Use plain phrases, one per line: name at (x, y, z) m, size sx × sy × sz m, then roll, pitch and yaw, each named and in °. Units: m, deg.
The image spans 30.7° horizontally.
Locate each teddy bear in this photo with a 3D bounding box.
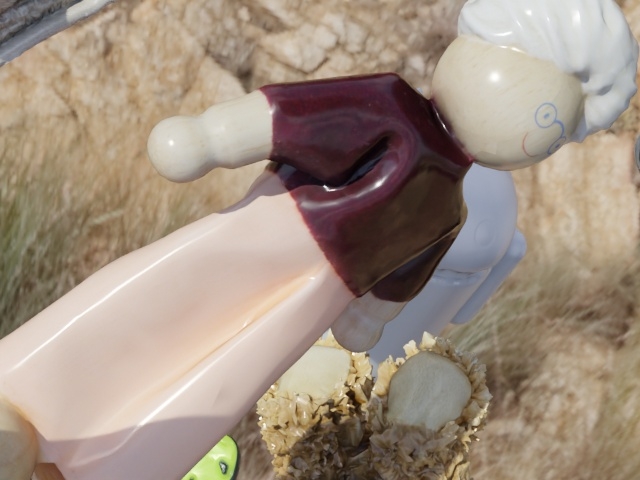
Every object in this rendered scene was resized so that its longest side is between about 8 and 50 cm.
teddy bear at (0.035, 0.224, 0.780) m, size 0.113 × 0.245 × 0.338 m, roll 10°, pitch 66°, yaw -65°

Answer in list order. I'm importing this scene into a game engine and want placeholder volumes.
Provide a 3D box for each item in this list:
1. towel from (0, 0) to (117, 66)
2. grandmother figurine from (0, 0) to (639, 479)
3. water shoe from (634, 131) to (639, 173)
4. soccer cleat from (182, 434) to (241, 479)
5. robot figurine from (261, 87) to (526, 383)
towel at (-0.138, -0.184, 0.627) m, size 0.282 × 0.049 × 0.187 m, roll -37°, pitch 44°, yaw -21°
grandmother figurine at (0.000, 0.000, 0.541) m, size 0.342 × 0.208 × 0.104 m, roll -38°, pitch 64°, yaw 1°
water shoe at (0.278, -0.053, 0.635) m, size 0.203 × 0.073 × 0.080 m, roll 1°, pitch 33°, yaw 30°
soccer cleat at (-0.120, 0.244, 1.025) m, size 0.060 × 0.072 × 0.179 m, roll 30°, pitch 97°, yaw 13°
robot figurine at (0.057, 0.006, 1.145) m, size 0.300 × 0.353 × 0.200 m, roll 13°, pitch 40°, yaw -30°
